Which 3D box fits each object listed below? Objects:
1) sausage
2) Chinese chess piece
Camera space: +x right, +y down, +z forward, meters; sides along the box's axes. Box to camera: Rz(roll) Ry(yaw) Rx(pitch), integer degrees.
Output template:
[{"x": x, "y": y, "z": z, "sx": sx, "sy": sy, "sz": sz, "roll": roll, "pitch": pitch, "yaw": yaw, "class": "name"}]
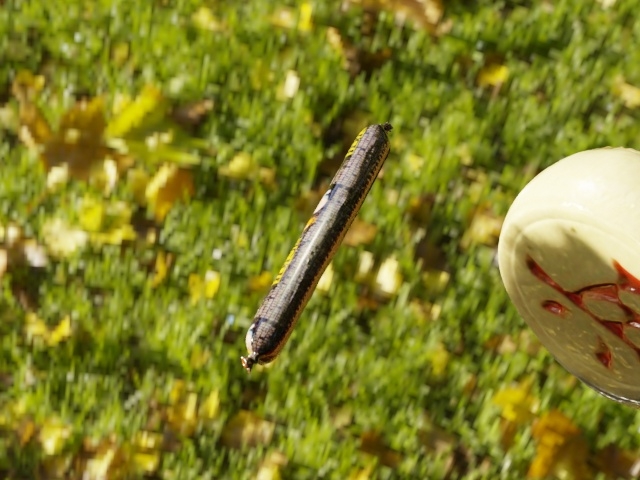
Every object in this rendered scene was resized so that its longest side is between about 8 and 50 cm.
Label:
[{"x": 0.000, "y": 0.000, "z": 1.096, "sx": 0.025, "sy": 0.028, "sz": 0.198, "roll": 36, "pitch": 60, "yaw": -11, "class": "sausage"}, {"x": 0.277, "y": 0.035, "z": 1.633, "sx": 0.250, "sy": 0.250, "sz": 0.103, "roll": 41, "pitch": 60, "yaw": 18, "class": "Chinese chess piece"}]
